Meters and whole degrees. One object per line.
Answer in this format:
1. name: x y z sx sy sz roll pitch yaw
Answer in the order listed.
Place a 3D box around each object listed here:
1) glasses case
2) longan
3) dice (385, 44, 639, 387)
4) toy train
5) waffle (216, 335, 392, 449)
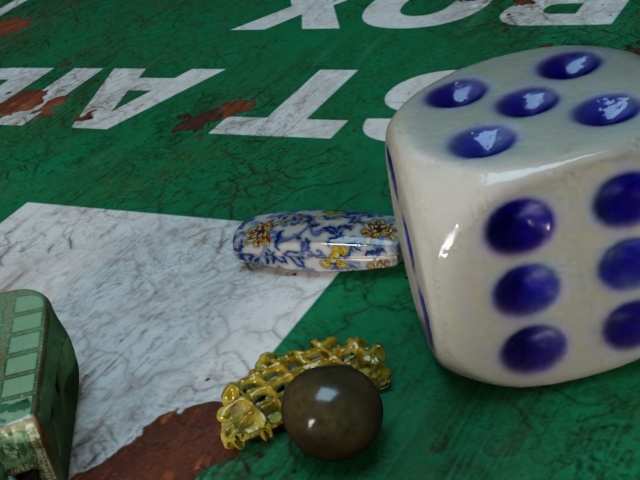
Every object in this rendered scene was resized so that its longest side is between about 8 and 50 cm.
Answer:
1. glasses case: 0.000 0.000 1.513 0.248 0.065 0.087 2 35 24
2. longan: 0.012 0.172 1.180 0.106 0.106 0.119 -8 36 11
3. dice: 0.243 -0.035 1.263 0.304 0.277 0.304 -12 28 0
4. toy train: -0.365 0.172 1.315 0.159 0.129 0.326 -12 30 -3
5. waffle: -0.017 0.164 1.260 0.192 0.046 0.160 -7 28 12
